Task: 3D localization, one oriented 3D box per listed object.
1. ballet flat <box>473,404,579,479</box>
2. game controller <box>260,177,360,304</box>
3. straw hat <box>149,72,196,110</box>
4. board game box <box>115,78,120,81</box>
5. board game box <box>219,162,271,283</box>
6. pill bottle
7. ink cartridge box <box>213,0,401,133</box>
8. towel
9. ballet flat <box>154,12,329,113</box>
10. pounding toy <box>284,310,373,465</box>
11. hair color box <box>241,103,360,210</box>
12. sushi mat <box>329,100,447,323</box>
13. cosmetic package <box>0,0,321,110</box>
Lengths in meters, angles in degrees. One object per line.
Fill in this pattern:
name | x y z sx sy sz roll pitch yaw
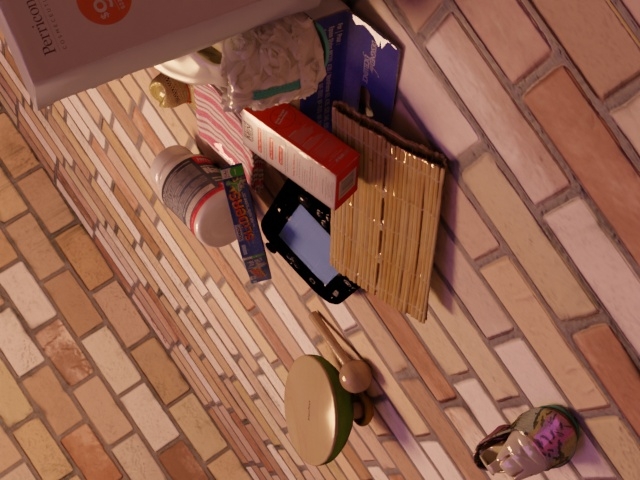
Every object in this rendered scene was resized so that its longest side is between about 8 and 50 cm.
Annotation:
ballet flat | 0.234 0.249 1.425 0.077 0.079 0.221 56 163 6
game controller | 0.000 0.000 1.637 0.166 0.067 0.319 55 163 5
straw hat | -0.227 -0.233 1.845 0.144 0.061 0.144 48 161 23
board game box | -0.426 -0.419 1.895 0.390 0.050 0.390 60 178 -12
board game box | -0.108 -0.021 1.777 0.201 0.035 0.136 87 169 -77
pill bottle | -0.199 -0.078 1.966 0.180 0.108 0.108 43 158 38
ink cartridge box | -0.049 -0.208 1.358 0.307 0.072 0.303 47 161 19
towel | -0.139 -0.160 1.770 0.144 0.029 0.197 46 161 19
ballet flat | -0.163 -0.252 1.236 0.409 0.147 0.147 37 155 35
pounding toy | 0.034 0.254 1.990 0.183 0.110 0.237 55 137 45
hair color box | -0.023 -0.102 1.343 0.141 0.043 0.072 36 154 19
sushi mat | 0.072 -0.024 1.392 0.151 0.019 0.316 32 151 20
cosmetic package | -0.193 -0.342 1.070 0.377 0.284 0.097 66 168 4
